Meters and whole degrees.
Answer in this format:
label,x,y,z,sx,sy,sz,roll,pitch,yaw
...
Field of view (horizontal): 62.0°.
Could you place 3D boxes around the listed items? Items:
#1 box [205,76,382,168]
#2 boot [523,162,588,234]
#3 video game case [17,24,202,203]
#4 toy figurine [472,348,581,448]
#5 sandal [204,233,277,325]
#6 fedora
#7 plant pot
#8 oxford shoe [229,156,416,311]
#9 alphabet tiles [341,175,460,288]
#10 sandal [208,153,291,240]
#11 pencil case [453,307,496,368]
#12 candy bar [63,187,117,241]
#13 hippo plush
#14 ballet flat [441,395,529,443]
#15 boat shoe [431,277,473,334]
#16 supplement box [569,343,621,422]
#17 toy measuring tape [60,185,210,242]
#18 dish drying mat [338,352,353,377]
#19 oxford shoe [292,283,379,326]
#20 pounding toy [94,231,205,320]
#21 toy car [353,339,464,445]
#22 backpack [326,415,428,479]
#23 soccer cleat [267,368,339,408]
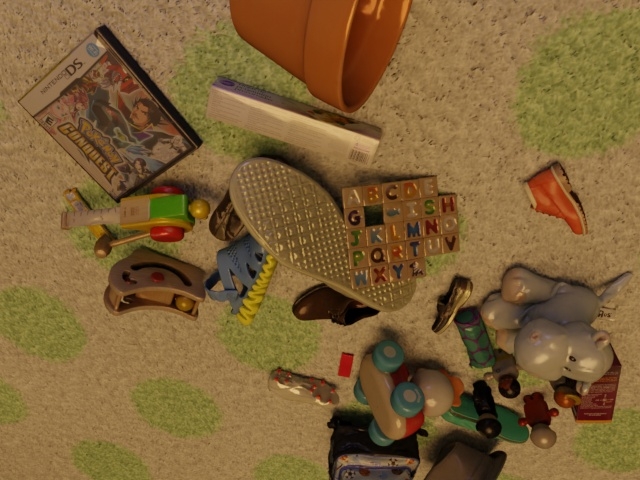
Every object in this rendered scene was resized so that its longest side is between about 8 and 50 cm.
label,x,y,z,sx,sy,sz,roll,pitch,yaw
box,-0.047,-0.220,0.994,0.324,0.063,0.067,17,123,-3
boot,0.456,-0.066,1.029,0.085,0.059,0.158,-28,107,28
video game case,-0.415,-0.235,1.057,0.248,0.035,0.275,-28,115,24
toy figurine,0.479,0.375,1.263,0.213,0.148,0.209,14,125,0
sandal,-0.167,0.053,1.165,0.138,0.126,0.317,24,122,-3
fedora,0.364,0.633,1.439,0.124,0.244,0.275,39,135,17
plant pot,0.003,-0.359,0.781,0.204,0.291,0.290,23,125,12
oxford shoe,0.000,0.000,1.071,0.449,0.130,0.169,35,85,-22
alphabet tiles,0.163,-0.019,1.047,0.237,0.009,0.198,-9,99,-14
sandal,-0.144,-0.089,1.093,0.090,0.060,0.219,39,106,0
pencil case,0.356,0.227,1.232,0.065,0.070,0.151,-32,118,-11
candy bar,-0.522,-0.049,1.208,0.040,0.018,0.161,-21,118,17
hippo plush,0.491,0.212,1.097,0.294,0.236,0.234,5,124,5
ballet flat,0.416,0.462,1.384,0.247,0.083,0.087,23,148,-7
boat shoe,0.286,0.145,1.199,0.049,0.056,0.152,25,114,-3
supplement box,0.625,0.320,1.230,0.081,0.104,0.188,-5,123,11
toy measuring tape,-0.380,-0.047,1.133,0.330,0.121,0.121,-6,122,14
dish drying mat,0.065,0.322,1.375,0.032,0.008,0.083,9,125,3
oxford shoe,0.035,0.151,1.213,0.227,0.096,0.082,-15,122,20
pounding toy,-0.382,0.077,1.182,0.270,0.154,0.154,20,125,-11
toy car,0.233,0.357,1.299,0.238,0.210,0.219,-7,142,-21
backpack,0.141,0.633,1.464,0.277,0.213,0.263,6,135,1
soccer cleat,-0.046,0.400,1.414,0.196,0.068,0.076,19,130,4
